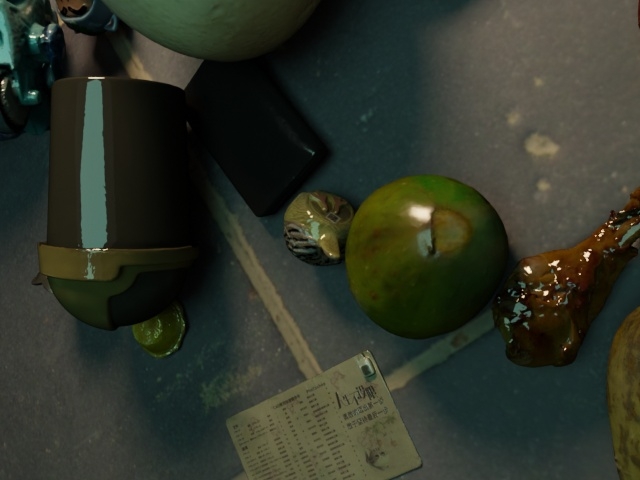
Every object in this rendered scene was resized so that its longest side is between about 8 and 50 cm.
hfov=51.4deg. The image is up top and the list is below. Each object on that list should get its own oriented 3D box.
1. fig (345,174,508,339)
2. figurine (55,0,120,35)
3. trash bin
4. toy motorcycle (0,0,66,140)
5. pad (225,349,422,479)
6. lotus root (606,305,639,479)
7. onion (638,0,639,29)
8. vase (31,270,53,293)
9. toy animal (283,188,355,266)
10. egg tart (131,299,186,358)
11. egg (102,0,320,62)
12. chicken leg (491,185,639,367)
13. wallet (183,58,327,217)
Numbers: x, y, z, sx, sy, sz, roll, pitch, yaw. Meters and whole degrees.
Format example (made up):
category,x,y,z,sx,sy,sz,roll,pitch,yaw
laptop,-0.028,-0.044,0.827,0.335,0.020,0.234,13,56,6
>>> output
category,x,y,z,sx,sy,sz,roll,pitch,yaw
fig,0.116,0.014,0.728,0.181,0.191,0.180,0,73,-2
figurine,-0.354,-0.405,1.001,0.114,0.144,0.178,13,86,19
trash bin,-0.272,-0.043,0.915,0.214,0.214,0.333,3,92,29
toy motorcycle,-0.425,-0.274,0.937,0.154,0.206,0.260,-3,97,4
pad,-0.007,0.269,0.889,0.265,0.009,0.159,-32,77,26
lotus root,0.355,0.163,0.611,0.173,0.173,0.309,-15,81,28
onion,0.364,-0.226,0.592,0.184,0.147,0.183,-24,60,49
vase,-0.366,-0.038,1.035,0.116,0.115,0.237,15,94,28
toy animal,0.000,0.000,0.823,0.098,0.098,0.137,-36,37,25
egg tart,-0.251,0.128,1.005,0.105,0.039,0.105,-1,89,30
egg,-0.115,-0.316,0.796,0.337,0.337,0.200,-6,115,29
chicken leg,0.279,0.031,0.693,0.107,0.087,0.251,44,105,-2
wallet,-0.103,-0.161,0.918,0.149,0.044,0.250,-47,69,26
